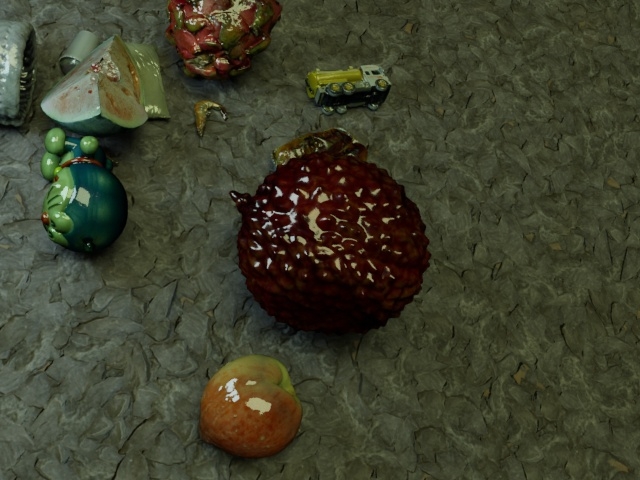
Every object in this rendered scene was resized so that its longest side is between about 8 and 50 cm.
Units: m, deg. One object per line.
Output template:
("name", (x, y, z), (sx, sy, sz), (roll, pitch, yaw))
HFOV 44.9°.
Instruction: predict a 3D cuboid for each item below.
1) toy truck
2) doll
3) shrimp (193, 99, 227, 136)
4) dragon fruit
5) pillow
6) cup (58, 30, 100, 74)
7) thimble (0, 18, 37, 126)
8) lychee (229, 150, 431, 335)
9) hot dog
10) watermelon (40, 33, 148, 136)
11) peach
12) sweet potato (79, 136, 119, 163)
("toy truck", (0.077, -0.430, 2.160), (0.227, 0.098, 0.114), (-9, 61, -20))
("doll", (-0.533, -0.106, 1.741), (0.186, 0.198, 0.322), (2, 56, -25))
("shrimp", (-0.290, -0.317, 2.025), (0.091, 0.025, 0.127), (12, 58, -13))
("dragon fruit", (-0.285, -0.549, 2.033), (0.314, 0.296, 0.263), (21, 94, -10))
("pillow", (-0.477, -0.411, 1.996), (0.148, 0.050, 0.230), (-7, 72, -18))
("cup", (-0.602, -0.467, 1.984), (0.104, 0.074, 0.116), (35, 50, -27))
("thimble", (-0.762, -0.397, 1.811), (0.157, 0.217, 0.246), (5, 78, -11))
("lychee", (0.000, 0.000, 1.731), (0.500, 0.425, 0.424), (21, 56, 23))
("hot dog", (-0.001, -0.216, 2.034), (0.270, 0.082, 0.163), (-23, 71, -25))
("watermelon", (-0.529, -0.328, 1.855), (0.175, 0.188, 0.322), (53, 27, -30))
("peach", (-0.156, 0.358, 1.638), (0.232, 0.232, 0.232), (7, 62, -14))
("sweet potato", (-0.543, -0.211, 1.877), (0.117, 0.049, 0.049), (25, 59, -13))
